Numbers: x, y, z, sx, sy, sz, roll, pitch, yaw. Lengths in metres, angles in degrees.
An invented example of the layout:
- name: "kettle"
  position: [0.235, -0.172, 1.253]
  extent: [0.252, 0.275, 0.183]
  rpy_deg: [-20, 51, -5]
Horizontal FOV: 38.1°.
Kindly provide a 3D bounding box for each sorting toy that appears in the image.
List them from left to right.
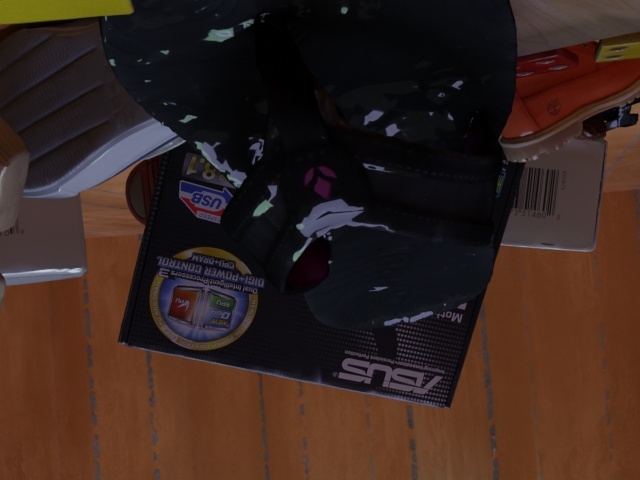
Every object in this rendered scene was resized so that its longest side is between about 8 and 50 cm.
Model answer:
- name: "sorting toy"
  position: [0.114, -0.136, 0.500]
  extent: [0.132, 0.046, 0.275]
  rpy_deg: [-6, 177, 35]

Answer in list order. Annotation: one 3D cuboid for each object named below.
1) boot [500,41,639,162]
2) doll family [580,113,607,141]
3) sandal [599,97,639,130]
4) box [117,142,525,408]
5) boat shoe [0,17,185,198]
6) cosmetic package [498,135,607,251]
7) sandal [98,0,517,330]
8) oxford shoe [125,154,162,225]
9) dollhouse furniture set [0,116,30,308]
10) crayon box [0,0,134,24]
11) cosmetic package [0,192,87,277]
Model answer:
- name: "boot"
  position: [0.187, -0.130, 0.675]
  extent: [0.158, 0.084, 0.059]
  rpy_deg: [-33, -161, -21]
- name: "doll family"
  position: [0.150, -0.118, 0.750]
  extent: [0.193, 0.076, 0.111]
  rpy_deg: [0, -179, -24]
- name: "sandal"
  position: [0.277, -0.128, 0.929]
  extent: [0.097, 0.054, 0.254]
  rpy_deg: [-4, 178, -9]
- name: "box"
  position: [0.000, 0.000, 0.723]
  extent: [0.270, 0.216, 0.060]
  rpy_deg: [14, -170, -11]
- name: "boat shoe"
  position: [-0.109, -0.089, 0.568]
  extent: [0.302, 0.109, 0.094]
  rpy_deg: [-10, 177, 40]
- name: "cosmetic package"
  position: [0.190, -0.061, 1.020]
  extent: [0.160, 0.113, 0.309]
  rpy_deg: [5, -174, -1]
- name: "sandal"
  position: [0.033, -0.018, 0.487]
  extent: [0.168, 0.107, 0.445]
  rpy_deg: [-16, 154, 9]
- name: "oxford shoe"
  position: [-0.055, -0.066, 1.109]
  extent: [0.348, 0.122, 0.130]
  rpy_deg: [-4, -177, 9]
- name: "dollhouse furniture set"
  position: [-0.404, 0.044, 0.501]
  extent: [0.362, 0.256, 0.394]
  rpy_deg: [-36, 167, -37]
- name: "crayon box"
  position: [-0.213, -0.106, 0.209]
  extent: [0.319, 0.081, 0.202]
  rpy_deg: [-3, 178, -7]
- name: "cosmetic package"
  position: [-0.393, -0.021, 1.112]
  extent: [0.217, 0.156, 0.385]
  rpy_deg: [-6, 177, -13]
